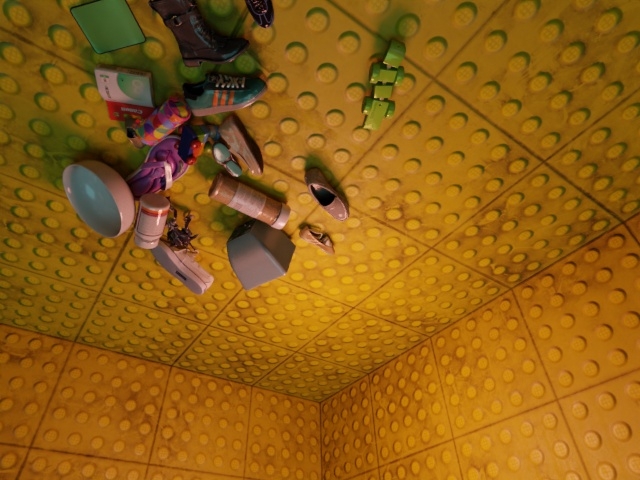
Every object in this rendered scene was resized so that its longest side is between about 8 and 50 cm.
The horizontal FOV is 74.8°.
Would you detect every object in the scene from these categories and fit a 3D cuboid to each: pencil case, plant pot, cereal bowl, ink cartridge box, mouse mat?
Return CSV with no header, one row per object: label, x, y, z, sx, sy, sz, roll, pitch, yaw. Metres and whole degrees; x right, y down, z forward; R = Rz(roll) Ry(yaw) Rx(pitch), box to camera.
pencil case,-0.584,-0.437,1.535,0.237,0.104,0.104,-20,135,32
plant pot,-0.305,0.042,2.004,0.248,0.247,0.252,-24,116,22
cereal bowl,-0.899,-0.187,1.754,0.339,0.141,0.338,18,129,24
ink cartridge box,-0.700,-0.512,1.521,0.181,0.056,0.224,6,135,-9
mouse mat,-0.684,-0.696,1.356,0.190,0.007,0.152,-11,137,8

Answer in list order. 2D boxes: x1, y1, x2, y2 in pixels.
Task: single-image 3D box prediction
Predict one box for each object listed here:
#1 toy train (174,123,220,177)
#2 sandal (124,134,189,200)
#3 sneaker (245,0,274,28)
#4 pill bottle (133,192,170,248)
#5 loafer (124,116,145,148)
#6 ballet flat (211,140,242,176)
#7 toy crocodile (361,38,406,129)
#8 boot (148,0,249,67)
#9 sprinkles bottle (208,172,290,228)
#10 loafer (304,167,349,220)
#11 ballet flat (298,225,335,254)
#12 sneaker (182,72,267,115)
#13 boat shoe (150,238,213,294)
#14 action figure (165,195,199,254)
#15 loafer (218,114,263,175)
toy train,-0.490,-0.353,1.653,0.143,0.105,0.248,-27,162,-41
sandal,-0.679,-0.271,1.744,0.416,0.102,0.169,-35,129,30
sneaker,-0.203,-0.746,1.256,0.082,0.090,0.232,-13,136,11
pill bottle,-0.726,-0.081,1.789,0.121,0.121,0.221,15,121,-18
loafer,-0.725,-0.408,1.626,0.056,0.050,0.148,-3,145,2
ballet flat,-0.389,-0.337,1.701,0.074,0.074,0.203,-15,147,14
toy crocodile,0.218,-0.541,1.498,0.115,0.105,0.340,3,142,-6
boot,-0.379,-0.680,1.322,0.263,0.091,0.228,-8,138,9
sprinkles bottle,-0.309,-0.171,1.852,0.356,0.121,0.121,25,131,-26
loafer,0.031,-0.181,1.858,0.112,0.111,0.319,-26,132,24
ballet flat,0.000,0.000,2.084,0.232,0.080,0.073,29,114,-30
sneaker,-0.342,-0.531,1.472,0.303,0.108,0.121,-11,141,12
boat shoe,-0.688,0.102,2.132,0.367,0.156,0.136,41,133,-1
action figure,-0.660,-0.076,1.934,0.164,0.140,0.275,-18,119,14
loafer,-0.312,-0.368,1.662,0.092,0.101,0.268,-16,126,17
